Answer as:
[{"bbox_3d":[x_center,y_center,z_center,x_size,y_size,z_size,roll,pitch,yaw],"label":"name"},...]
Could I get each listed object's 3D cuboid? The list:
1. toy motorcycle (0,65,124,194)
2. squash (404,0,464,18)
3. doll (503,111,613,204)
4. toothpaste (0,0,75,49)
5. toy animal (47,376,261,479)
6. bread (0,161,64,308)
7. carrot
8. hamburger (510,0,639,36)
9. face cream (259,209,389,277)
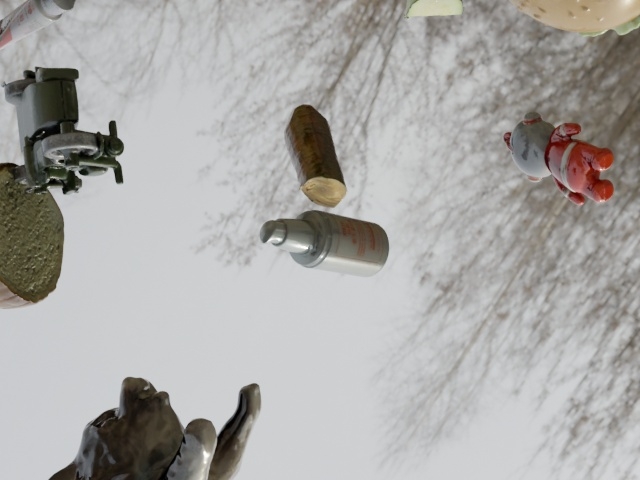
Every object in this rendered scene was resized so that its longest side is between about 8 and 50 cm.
[{"bbox_3d":[-0.385,-0.170,1.374,0.127,0.275,0.205,-3,-97,-34],"label":"toy motorcycle"},{"bbox_3d":[0.160,-0.385,1.352,0.090,0.200,0.075,12,-113,19],"label":"squash"},{"bbox_3d":[0.378,-0.137,1.505,0.076,0.142,0.245,-19,-152,-19],"label":"doll"},{"bbox_3d":[-0.530,-0.401,1.679,0.057,0.234,0.089,34,-124,-38],"label":"toothpaste"},{"bbox_3d":[-0.222,0.337,1.153,0.303,0.344,0.194,-4,-173,22],"label":"toy animal"},{"bbox_3d":[-0.479,-0.007,1.425,0.070,0.236,0.236,-12,-155,15],"label":"bread"},{"bbox_3d":[-0.016,-0.195,2.103,0.114,0.114,0.301,14,-143,-24],"label":"carrot"},{"bbox_3d":[0.296,-0.360,1.044,0.274,0.274,0.212,39,-114,21],"label":"hamburger"},{"bbox_3d":[0.000,0.000,1.555,0.252,0.101,0.101,12,-149,-44],"label":"face cream"}]
